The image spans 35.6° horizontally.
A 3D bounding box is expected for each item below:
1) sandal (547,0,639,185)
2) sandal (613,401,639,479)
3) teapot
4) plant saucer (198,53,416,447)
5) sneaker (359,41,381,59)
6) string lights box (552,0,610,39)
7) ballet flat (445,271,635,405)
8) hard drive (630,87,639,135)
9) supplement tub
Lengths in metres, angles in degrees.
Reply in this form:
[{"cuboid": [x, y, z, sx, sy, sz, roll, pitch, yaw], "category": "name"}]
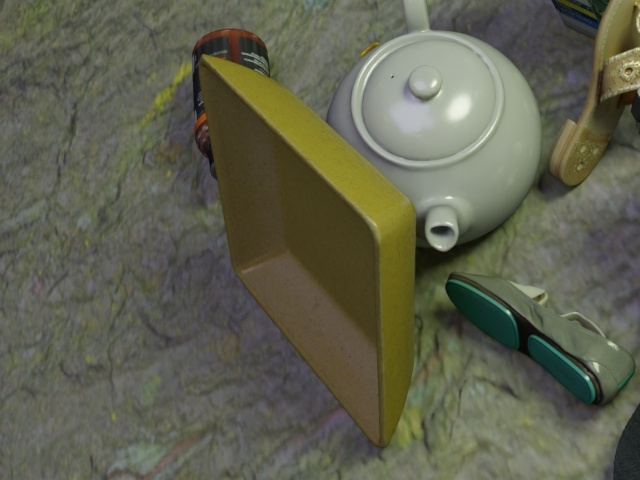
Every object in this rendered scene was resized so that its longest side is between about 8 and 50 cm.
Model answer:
[{"cuboid": [0.309, -0.150, 0.983, 0.079, 0.088, 0.240, 43, 125, 40], "category": "sandal"}, {"cuboid": [0.334, 0.136, 0.870, 0.097, 0.054, 0.254, 9, 74, 61], "category": "sandal"}, {"cuboid": [0.113, -0.129, 1.038, 0.256, 0.187, 0.252, 38, 79, 22], "category": "teapot"}, {"cuboid": [0.000, 0.000, 1.043, 0.081, 0.332, 0.333, -26, 48, -20], "category": "plant saucer"}, {"cuboid": [0.089, -0.166, 1.188, 0.064, 0.067, 0.175, -37, 54, 10], "category": "sneaker"}, {"cuboid": [0.277, -0.295, 1.005, 0.077, 0.260, 0.133, -51, 50, 1], "category": "string lights box"}, {"cuboid": [0.218, 0.085, 0.989, 0.068, 0.072, 0.213, -34, 48, -21], "category": "ballet flat"}, {"cuboid": [0.466, -0.101, 0.820, 0.339, 0.064, 0.237, -27, 69, 1], "category": "hard drive"}, {"cuboid": [-0.114, -0.172, 1.298, 0.106, 0.106, 0.198, -21, 57, 23], "category": "supplement tub"}]
